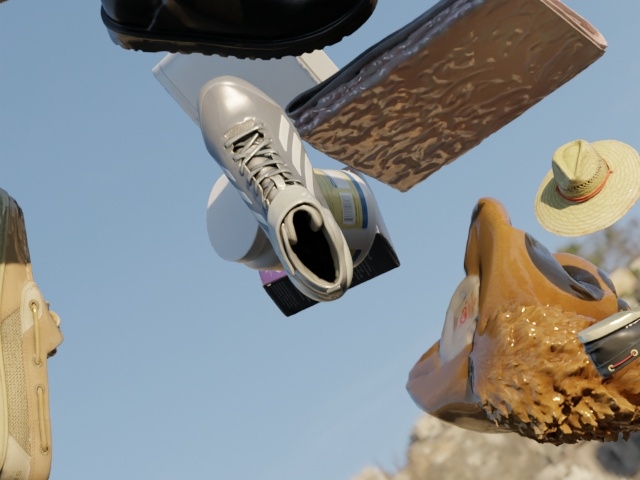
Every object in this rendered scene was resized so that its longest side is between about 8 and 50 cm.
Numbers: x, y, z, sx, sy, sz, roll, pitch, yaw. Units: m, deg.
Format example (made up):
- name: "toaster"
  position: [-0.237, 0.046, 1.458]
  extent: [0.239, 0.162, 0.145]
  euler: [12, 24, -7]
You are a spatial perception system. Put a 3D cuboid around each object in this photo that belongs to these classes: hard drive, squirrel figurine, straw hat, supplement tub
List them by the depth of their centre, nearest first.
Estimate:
- name: "straw hat"
  position: [0.291, -0.078, 1.779]
  extent: [0.144, 0.144, 0.061]
  euler: [-37, -52, 0]
- name: "squirrel figurine"
  position: [0.348, 0.152, 1.901]
  extent: [0.397, 0.370, 0.281]
  euler: [-131, 59, -75]
- name: "supplement tub"
  position: [-0.040, -0.029, 2.152]
  extent: [0.199, 0.144, 0.144]
  euler: [3, -44, -39]
- name: "hard drive"
  position: [-0.117, -0.256, 2.528]
  extent: [0.047, 0.233, 0.353]
  euler: [-46, 9, -32]

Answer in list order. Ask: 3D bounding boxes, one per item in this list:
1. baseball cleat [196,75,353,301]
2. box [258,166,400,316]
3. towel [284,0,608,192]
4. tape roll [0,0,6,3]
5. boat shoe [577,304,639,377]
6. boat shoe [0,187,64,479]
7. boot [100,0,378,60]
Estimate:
- name: "baseball cleat"
  position: [-0.032, -0.048, 1.239]
  extent: [0.072, 0.206, 0.109]
  euler: [-33, -5, -4]
- name: "box"
  position: [0.000, 0.000, 2.491]
  extent: [0.207, 0.153, 0.108]
  euler: [-26, -38, 7]
- name: "towel"
  position: [0.158, -0.192, 1.925]
  extent: [0.332, 0.053, 0.317]
  euler: [-34, -26, 20]
- name: "tape roll"
  position: [-0.421, -0.350, 1.516]
  extent: [0.392, 0.392, 0.072]
  euler: [-23, -37, -32]
- name: "boat shoe"
  position: [0.262, 0.060, 1.199]
  extent: [0.133, 0.042, 0.049]
  euler: [-27, 0, 0]
- name: "boat shoe"
  position: [-0.348, 0.108, 1.742]
  extent: [0.110, 0.341, 0.121]
  euler: [13, -24, -36]
- name: "boot"
  position: [-0.124, -0.326, 1.740]
  extent: [0.347, 0.131, 0.260]
  euler: [-2, -37, 12]
